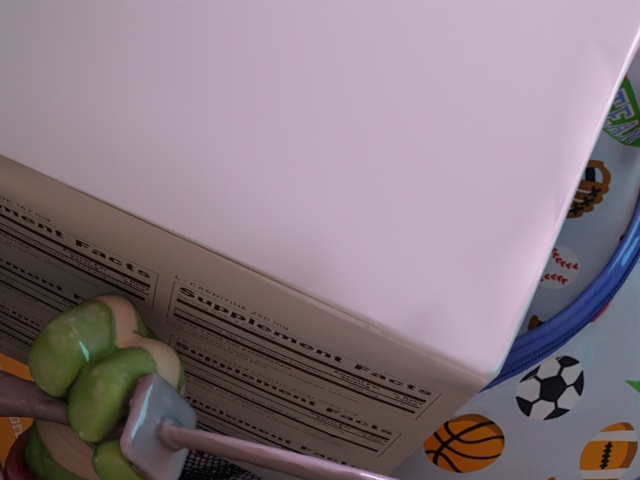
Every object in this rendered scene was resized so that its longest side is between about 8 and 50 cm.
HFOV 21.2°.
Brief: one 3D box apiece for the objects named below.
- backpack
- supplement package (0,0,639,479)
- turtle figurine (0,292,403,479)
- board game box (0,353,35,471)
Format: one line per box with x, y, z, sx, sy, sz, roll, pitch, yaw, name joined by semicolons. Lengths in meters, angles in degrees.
0.035;0.000;0.710;0.213;0.263;0.276;55;31;-46;backpack
-0.006;-0.053;0.480;0.203;0.149;0.194;115;-1;-72;supplement package
-0.091;0.115;0.369;0.274;0.266;0.198;-128;-132;-59;turtle figurine
-0.109;0.041;0.738;0.124;0.039;0.259;-44;122;-65;board game box
